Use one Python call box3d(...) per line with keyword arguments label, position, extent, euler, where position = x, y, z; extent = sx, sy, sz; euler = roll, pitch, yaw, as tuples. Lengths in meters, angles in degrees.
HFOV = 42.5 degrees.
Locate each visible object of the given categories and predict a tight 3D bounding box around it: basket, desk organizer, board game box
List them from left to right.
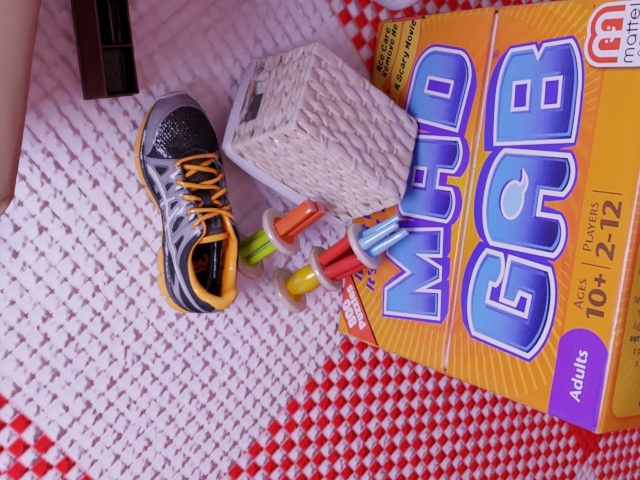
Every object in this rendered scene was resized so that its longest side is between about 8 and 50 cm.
box3d(label="desk organizer", position=(-0.182, -0.188, 0.708), extent=(0.047, 0.050, 0.130), euler=(-13, 106, -34))
box3d(label="basket", position=(0.006, -0.103, 0.810), extent=(0.167, 0.103, 0.113), euler=(32, 60, -36))
box3d(label="board game box", position=(0.283, -0.034, 0.882), extent=(0.356, 0.356, 0.356), euler=(4, 96, -37))

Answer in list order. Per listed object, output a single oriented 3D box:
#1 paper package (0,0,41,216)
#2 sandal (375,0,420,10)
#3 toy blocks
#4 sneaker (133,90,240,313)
box3d(label="paper package", position=(-0.282, -0.193, 0.473), extent=(0.168, 0.309, 0.324), euler=(5, 96, -39))
box3d(label="sandal", position=(0.068, -0.429, 0.752), extent=(0.102, 0.169, 0.416), euler=(-18, 123, -18))
box3d(label="toy blocks", position=(0.000, 0.000, 0.818), extent=(0.148, 0.054, 0.123), euler=(-32, 128, 24))
box3d(label="sneaker", position=(-0.113, -0.031, 0.767), extent=(0.084, 0.083, 0.215), euler=(-16, 106, -31))
